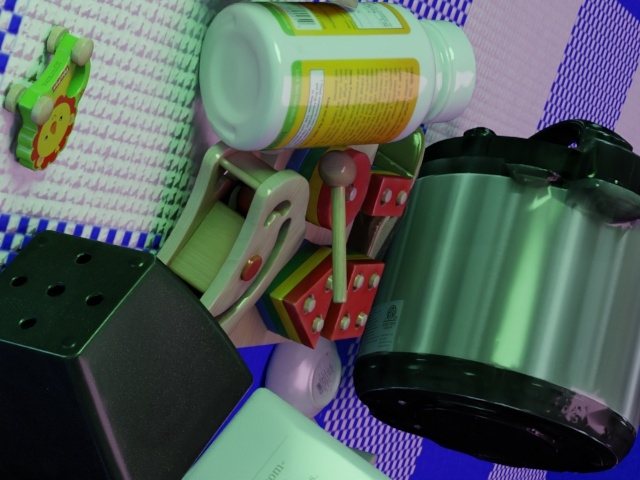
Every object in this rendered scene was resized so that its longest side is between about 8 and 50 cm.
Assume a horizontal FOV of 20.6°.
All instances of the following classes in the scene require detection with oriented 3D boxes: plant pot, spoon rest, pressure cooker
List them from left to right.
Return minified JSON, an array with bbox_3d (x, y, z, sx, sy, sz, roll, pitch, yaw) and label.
[{"bbox_3d":[-0.196,0.100,1.470,0.187,0.188,0.167,-52,140,-36],"label":"plant pot"},{"bbox_3d":[-0.010,0.202,2.170,0.137,0.084,0.276,-57,143,-31],"label":"spoon rest"},{"bbox_3d":[0.257,0.049,2.217,0.375,0.370,0.420,43,57,-56],"label":"pressure cooker"}]

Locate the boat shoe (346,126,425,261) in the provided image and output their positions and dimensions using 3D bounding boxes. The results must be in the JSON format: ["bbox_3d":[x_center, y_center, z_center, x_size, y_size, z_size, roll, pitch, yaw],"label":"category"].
[{"bbox_3d":[0.062,-0.041,2.101,0.223,0.080,0.073,-66,165,5],"label":"boat shoe"}]

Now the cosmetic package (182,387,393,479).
[{"bbox_3d":[-0.006,0.427,1.781,0.329,0.393,0.327,-49,165,-20],"label":"cosmetic package"}]

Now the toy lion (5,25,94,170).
[{"bbox_3d":[-0.215,-0.108,1.419,0.100,0.034,0.096,-60,164,-23],"label":"toy lion"}]

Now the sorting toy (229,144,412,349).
[{"bbox_3d":[0.000,0.000,1.900,0.255,0.089,0.257,0,109,-66],"label":"sorting toy"}]

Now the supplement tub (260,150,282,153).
[{"bbox_3d":[-0.041,-0.145,1.748,0.107,0.071,0.071,-57,156,-26],"label":"supplement tub"}]

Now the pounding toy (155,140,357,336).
[{"bbox_3d":[-0.057,0.008,1.674,0.269,0.155,0.154,-52,161,-9],"label":"pounding toy"}]

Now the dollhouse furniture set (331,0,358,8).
[{"bbox_3d":[-0.025,-0.302,1.565,0.144,0.123,0.151,-3,112,-68],"label":"dollhouse furniture set"}]

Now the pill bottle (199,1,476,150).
[{"bbox_3d":[0.022,-0.157,1.666,0.245,0.136,0.136,-5,118,-35],"label":"pill bottle"}]
